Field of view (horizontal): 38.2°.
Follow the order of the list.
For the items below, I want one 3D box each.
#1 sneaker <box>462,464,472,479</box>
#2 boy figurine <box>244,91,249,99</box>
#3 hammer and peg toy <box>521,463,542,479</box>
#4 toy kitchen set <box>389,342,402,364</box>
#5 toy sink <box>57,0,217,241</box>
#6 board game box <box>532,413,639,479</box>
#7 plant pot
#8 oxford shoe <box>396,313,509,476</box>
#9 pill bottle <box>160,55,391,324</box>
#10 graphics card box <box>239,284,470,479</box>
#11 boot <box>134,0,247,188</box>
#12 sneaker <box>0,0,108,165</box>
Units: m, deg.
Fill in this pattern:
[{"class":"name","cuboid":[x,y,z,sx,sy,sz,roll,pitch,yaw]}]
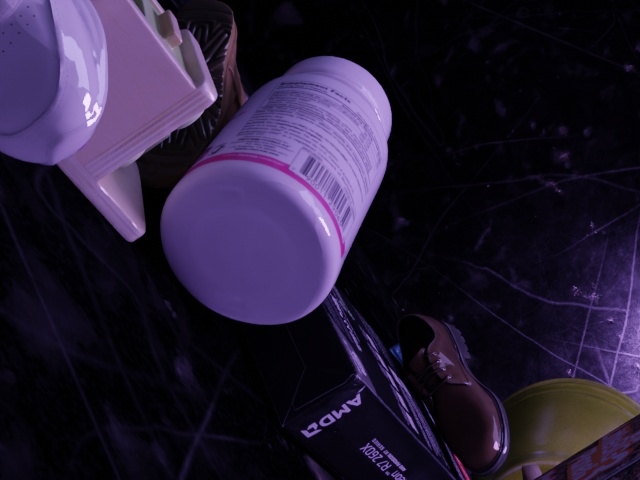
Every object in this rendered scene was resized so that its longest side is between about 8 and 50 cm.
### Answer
[{"class":"sneaker","cuboid":[0.335,0.432,1.883,0.315,0.127,0.182,58,3,1]},{"class":"boy figurine","cuboid":[-0.157,-0.166,1.209,0.285,0.092,0.177,3,81,-79]},{"class":"hammer and peg toy","cuboid":[0.265,0.418,1.032,0.361,0.127,0.266,5,78,-83]},{"class":"toy kitchen set","cuboid":[0.140,0.244,1.283,0.207,0.122,0.166,57,6,9]},{"class":"toy sink","cuboid":[-0.172,-0.142,0.739,0.234,0.131,0.153,54,7,-31]},{"class":"board game box","cuboid":[0.158,0.255,0.508,0.232,0.291,0.141,58,6,11]},{"class":"plant pot","cuboid":[0.400,0.435,1.523,0.366,0.366,0.353,58,17,10]},{"class":"oxford shoe","cuboid":[0.138,0.172,1.055,0.096,0.083,0.227,29,21,-36]},{"class":"pill bottle","cuboid":[-0.026,-0.062,0.884,0.160,0.160,0.283,55,32,-18]},{"class":"graphics card box","cuboid":[0.042,0.170,1.016,0.371,0.094,0.233,52,7,-46]},{"class":"boot","cuboid":[-0.120,-0.093,1.021,0.269,0.089,0.236,82,23,-59]},{"class":"sneaker","cuboid":[-0.242,-0.166,0.538,0.305,0.114,0.152,54,18,12]}]
